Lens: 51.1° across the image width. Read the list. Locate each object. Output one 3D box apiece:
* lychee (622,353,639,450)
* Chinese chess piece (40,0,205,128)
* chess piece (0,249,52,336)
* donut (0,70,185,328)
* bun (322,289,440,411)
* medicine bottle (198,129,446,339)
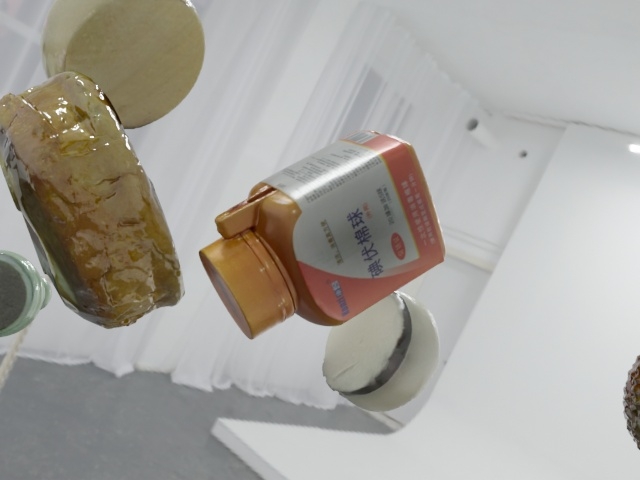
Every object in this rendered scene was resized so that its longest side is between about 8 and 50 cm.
[{"bbox_3d":[0.273,0.118,0.472,0.114,0.114,0.146,26,16,-10],"label":"lychee"},{"bbox_3d":[-0.300,-0.294,1.031,0.097,0.250,0.251,47,11,31],"label":"Chinese chess piece"},{"bbox_3d":[-0.523,0.092,1.156,0.139,0.139,0.272,26,-8,-5],"label":"chess piece"},{"bbox_3d":[-0.297,-0.045,0.823,0.160,0.329,0.330,-26,33,-31],"label":"donut"},{"bbox_3d":[0.095,0.155,0.930,0.120,0.172,0.173,31,-3,-32],"label":"bun"},{"bbox_3d":[0.000,0.000,0.673,0.112,0.222,0.149,31,-33,59],"label":"medicine bottle"}]
